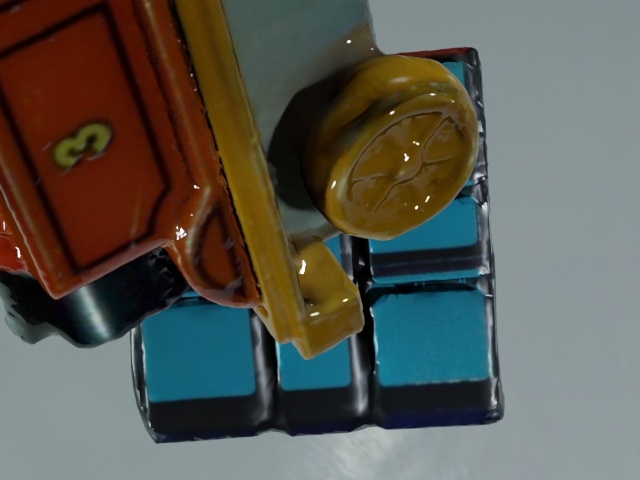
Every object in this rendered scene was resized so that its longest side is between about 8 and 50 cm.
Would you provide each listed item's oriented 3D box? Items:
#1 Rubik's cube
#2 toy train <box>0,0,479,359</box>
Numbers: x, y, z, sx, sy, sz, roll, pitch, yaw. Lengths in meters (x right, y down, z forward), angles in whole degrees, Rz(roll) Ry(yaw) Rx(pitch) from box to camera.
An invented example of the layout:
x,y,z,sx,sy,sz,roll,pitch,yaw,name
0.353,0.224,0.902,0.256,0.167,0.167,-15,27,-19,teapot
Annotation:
x,y,z,sx,sy,sz,roll,pitch,yaw,name
0.000,0.000,1.361,0.283,0.293,0.288,-3,90,7,Rubik's cube
-0.082,-0.098,0.625,0.231,0.369,0.163,-27,50,-11,toy train
